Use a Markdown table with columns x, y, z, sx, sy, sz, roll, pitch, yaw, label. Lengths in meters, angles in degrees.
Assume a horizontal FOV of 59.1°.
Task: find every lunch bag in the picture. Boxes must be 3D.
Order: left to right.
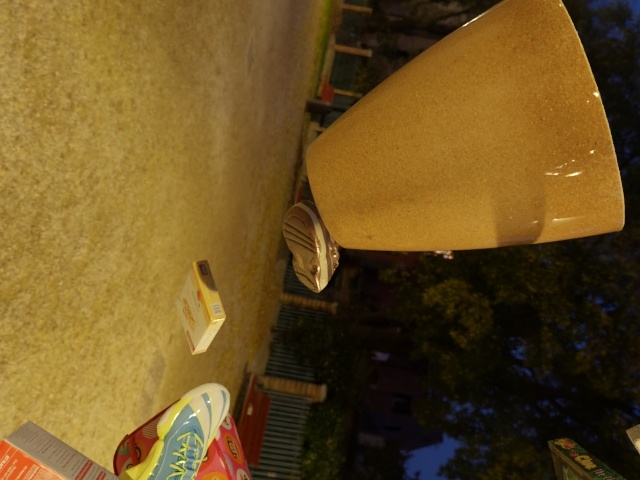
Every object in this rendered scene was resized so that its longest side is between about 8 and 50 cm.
| x | y | z | sx | sy | sz | roll | pitch | yaw | label |
| --- | --- | --- | --- | --- | --- | --- | --- | --- | --- |
| -0.256 | 0.458 | 1.020 | 0.293 | 0.258 | 0.120 | 58 | 4 | 38 | lunch bag |

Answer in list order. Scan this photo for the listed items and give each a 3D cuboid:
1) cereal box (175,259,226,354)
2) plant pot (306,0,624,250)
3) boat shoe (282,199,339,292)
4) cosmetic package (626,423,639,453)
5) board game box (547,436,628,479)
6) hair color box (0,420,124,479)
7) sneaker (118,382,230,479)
| x | y | z | sx | sy | sz | roll | pitch | yaw | label |
| --- | --- | --- | --- | --- | --- | --- | --- | --- | --- |
| -0.329 | 0.185 | 1.526 | 0.240 | 0.047 | 0.173 | -54 | -127 | 49 | cereal box |
| 0.123 | -0.087 | 0.558 | 0.237 | 0.254 | 0.237 | -17 | 90 | -72 | plant pot |
| -0.006 | -0.005 | 1.046 | 0.095 | 0.095 | 0.257 | -43 | 159 | -21 | boat shoe |
| 0.752 | 0.424 | 1.060 | 0.224 | 0.224 | 0.138 | 63 | 16 | 18 | cosmetic package |
| 0.277 | 0.280 | 0.510 | 0.260 | 0.030 | 0.136 | 48 | 31 | -84 | board game box |
| -0.297 | 0.285 | 0.655 | 0.053 | 0.167 | 0.093 | -57 | -174 | -11 | hair color box |
| -0.186 | 0.313 | 0.754 | 0.240 | 0.126 | 0.091 | -52 | 134 | -7 | sneaker |
